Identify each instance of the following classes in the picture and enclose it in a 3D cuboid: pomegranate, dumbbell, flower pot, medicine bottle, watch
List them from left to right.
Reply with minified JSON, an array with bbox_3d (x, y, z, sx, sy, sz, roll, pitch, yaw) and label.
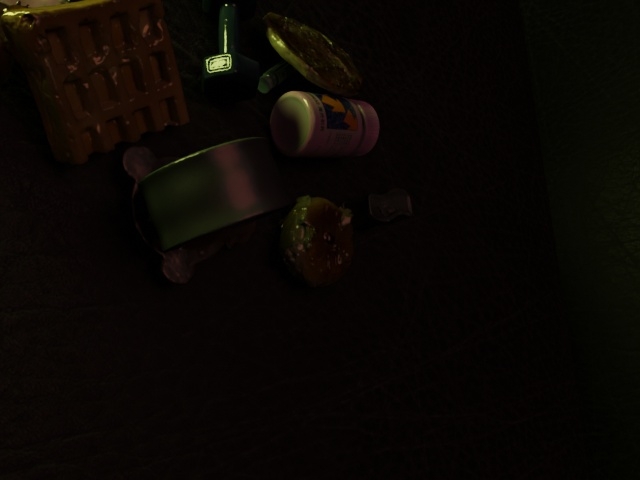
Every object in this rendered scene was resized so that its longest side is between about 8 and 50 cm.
[{"bbox_3d":[-0.619,-0.330,1.011,0.130,0.130,0.130,16,67,-42],"label":"pomegranate"},{"bbox_3d":[-0.214,-0.099,1.200,0.335,0.326,0.314,-23,94,-47],"label":"watch"},{"bbox_3d":[-0.231,-0.520,1.444,0.144,0.160,0.325,2,75,-16],"label":"dumbbell"},{"bbox_3d":[-0.114,-0.482,1.618,0.051,0.051,0.191,56,47,-17],"label":"medicine bottle"},{"bbox_3d":[0.016,-0.324,1.609,0.290,0.178,0.178,-8,84,-45],"label":"medicine bottle"},{"bbox_3d":[0.181,-0.098,1.758,0.229,0.108,0.103,-12,85,-47],"label":"flower pot"}]

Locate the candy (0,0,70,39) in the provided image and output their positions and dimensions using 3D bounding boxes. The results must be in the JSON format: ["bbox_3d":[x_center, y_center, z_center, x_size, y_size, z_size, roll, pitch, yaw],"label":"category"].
[{"bbox_3d":[-0.586,-0.532,1.108,0.155,0.115,0.265,1,78,-44],"label":"candy"}]

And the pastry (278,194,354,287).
[{"bbox_3d":[0.000,0.006,1.521,0.235,0.120,0.257,36,60,-41],"label":"pastry"}]

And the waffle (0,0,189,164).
[{"bbox_3d":[-0.430,-0.343,1.148,0.348,0.077,0.304,-41,134,-46],"label":"waffle"}]

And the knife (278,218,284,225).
[{"bbox_3d":[-0.031,-0.057,1.600,0.247,0.018,0.035,-7,80,-49],"label":"knife"}]

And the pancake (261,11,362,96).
[{"bbox_3d":[-0.021,-0.543,1.638,0.356,0.065,0.356,27,37,-23],"label":"pancake"}]
